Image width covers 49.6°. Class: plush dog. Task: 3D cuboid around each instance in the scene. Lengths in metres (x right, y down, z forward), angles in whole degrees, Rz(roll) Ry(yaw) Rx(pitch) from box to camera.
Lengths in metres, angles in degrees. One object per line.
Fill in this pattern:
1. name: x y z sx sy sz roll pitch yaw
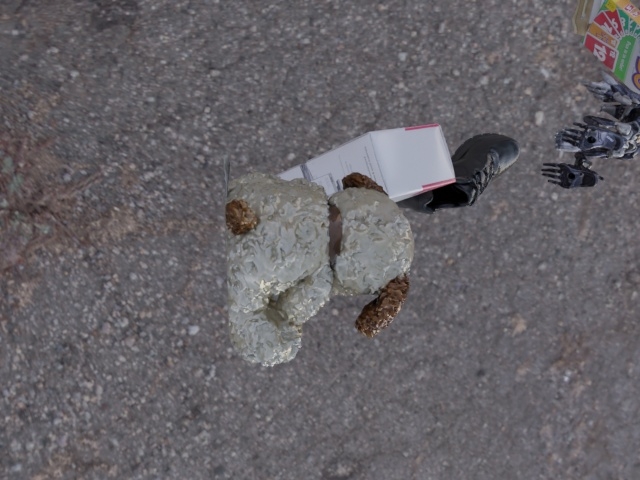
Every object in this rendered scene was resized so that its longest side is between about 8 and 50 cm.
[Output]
1. plush dog: 0.000 0.000 0.825 0.225 0.211 0.263 -2 64 -9

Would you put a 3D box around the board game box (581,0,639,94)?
1. board game box: 0.590 -0.318 1.245 0.039 0.259 0.124 -35 162 -16

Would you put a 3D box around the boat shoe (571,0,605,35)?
1. boat shoe: 0.530 -0.545 1.322 0.113 0.103 0.303 -11 100 -61

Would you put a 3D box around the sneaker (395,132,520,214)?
1. sneaker: 0.288 -0.120 1.369 0.286 0.130 0.109 -27 121 -13

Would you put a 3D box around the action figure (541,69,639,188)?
1. action figure: 0.458 -0.189 1.120 0.275 0.141 0.164 -33 145 -41

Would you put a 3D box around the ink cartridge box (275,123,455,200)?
1. ink cartridge box: 0.069 -0.110 1.272 0.207 0.283 0.117 -17 89 -44
